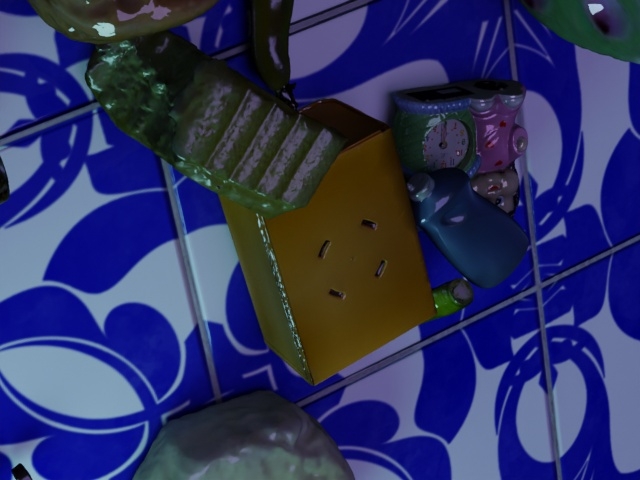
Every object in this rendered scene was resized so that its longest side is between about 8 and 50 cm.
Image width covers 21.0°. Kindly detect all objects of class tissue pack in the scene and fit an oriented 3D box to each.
[{"bbox_3d":[0.000,0.000,2.068,0.194,0.145,0.275,-29,124,-22],"label":"tissue pack"}]

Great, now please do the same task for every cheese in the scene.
[{"bbox_3d":[-0.106,0.351,2.176,0.318,0.115,0.326,37,90,-39],"label":"cheese"}]

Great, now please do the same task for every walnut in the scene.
[{"bbox_3d":[-0.191,-0.316,1.748,0.257,0.257,0.224,-29,157,-20],"label":"walnut"}]

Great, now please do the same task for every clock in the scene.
[{"bbox_3d":[0.170,-0.098,2.169,0.194,0.100,0.196,-11,114,-25],"label":"clock"}]

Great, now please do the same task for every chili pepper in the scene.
[{"bbox_3d":[0.108,0.096,2.195,0.201,0.050,0.052,-26,141,31],"label":"chili pepper"}]

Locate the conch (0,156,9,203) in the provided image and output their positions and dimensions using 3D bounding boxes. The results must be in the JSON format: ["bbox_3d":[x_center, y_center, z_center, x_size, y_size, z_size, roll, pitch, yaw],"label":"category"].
[{"bbox_3d":[-0.405,-0.082,1.742,0.187,0.181,0.124,9,114,-10],"label":"conch"}]

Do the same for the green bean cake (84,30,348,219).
[{"bbox_3d":[-0.123,-0.134,1.864,0.233,0.236,0.124,29,94,-41],"label":"green bean cake"}]

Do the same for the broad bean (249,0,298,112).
[{"bbox_3d":[-0.047,-0.285,1.963,0.075,0.067,0.325,2,115,-2],"label":"broad bean"}]

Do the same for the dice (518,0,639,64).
[{"bbox_3d":[0.388,-0.421,2.018,0.318,0.330,0.322,-36,125,-17],"label":"dice"}]

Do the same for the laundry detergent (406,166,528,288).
[{"bbox_3d":[0.169,-0.024,2.109,0.097,0.061,0.206,-50,130,2],"label":"laundry detergent"}]

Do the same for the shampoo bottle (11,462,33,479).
[{"bbox_3d":[-0.433,0.336,1.977,0.236,0.067,0.068,-35,117,-16],"label":"shampoo bottle"}]
